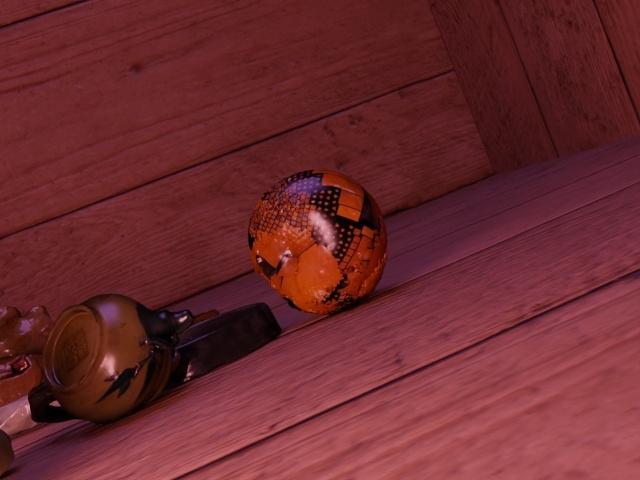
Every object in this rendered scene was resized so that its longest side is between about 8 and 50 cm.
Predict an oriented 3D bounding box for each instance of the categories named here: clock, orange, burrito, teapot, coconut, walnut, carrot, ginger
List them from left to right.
[{"bbox_3d":[-0.427,0.268,1.132,0.083,0.081,0.082,-26,43,3],"label":"coconut"},{"bbox_3d":[-0.614,0.241,1.748,0.270,0.218,0.123,-14,-2,-23],"label":"ginger"},{"bbox_3d":[-0.569,0.279,1.624,0.245,0.137,0.137,-19,2,-15],"label":"walnut"},{"bbox_3d":[-0.503,0.293,1.454,0.203,0.064,0.064,-24,3,-7],"label":"burrito"},{"bbox_3d":[-0.283,0.175,1.244,0.269,0.173,0.183,-43,-40,19],"label":"teapot"},{"bbox_3d":[-0.294,0.194,2.053,0.171,0.042,0.042,-21,1,-45],"label":"carrot"},{"bbox_3d":[-0.199,0.174,1.451,0.281,0.055,0.280,-22,2,1],"label":"clock"},{"bbox_3d":[0.000,0.000,1.433,0.234,0.234,0.182,-20,0,39],"label":"orange"}]
